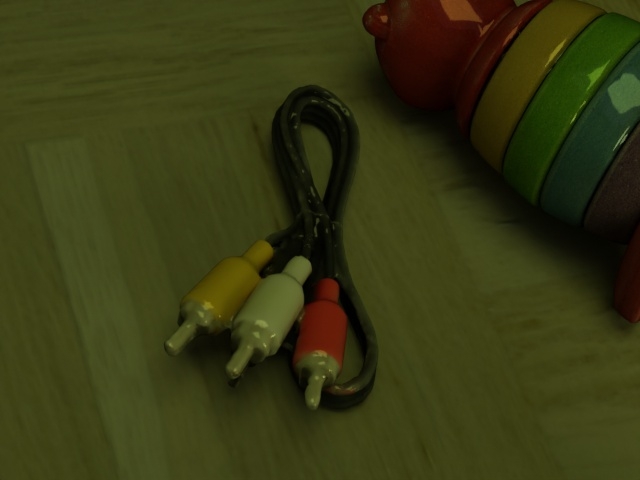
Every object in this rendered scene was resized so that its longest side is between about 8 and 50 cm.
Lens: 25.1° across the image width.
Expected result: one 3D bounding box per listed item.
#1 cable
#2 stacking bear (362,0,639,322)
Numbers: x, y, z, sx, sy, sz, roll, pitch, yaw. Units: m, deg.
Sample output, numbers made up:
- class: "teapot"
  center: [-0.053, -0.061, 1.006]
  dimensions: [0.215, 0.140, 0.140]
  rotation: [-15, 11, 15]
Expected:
- class: "cable"
  center: [0.000, 0.000, 0.981]
  dimensions: [0.139, 0.072, 0.287]
  rotation: [24, 52, -4]
- class: "stacking bear"
  center: [0.168, -0.105, 1.056]
  dimensions: [0.289, 0.164, 0.175]
  rotation: [34, 54, 16]
